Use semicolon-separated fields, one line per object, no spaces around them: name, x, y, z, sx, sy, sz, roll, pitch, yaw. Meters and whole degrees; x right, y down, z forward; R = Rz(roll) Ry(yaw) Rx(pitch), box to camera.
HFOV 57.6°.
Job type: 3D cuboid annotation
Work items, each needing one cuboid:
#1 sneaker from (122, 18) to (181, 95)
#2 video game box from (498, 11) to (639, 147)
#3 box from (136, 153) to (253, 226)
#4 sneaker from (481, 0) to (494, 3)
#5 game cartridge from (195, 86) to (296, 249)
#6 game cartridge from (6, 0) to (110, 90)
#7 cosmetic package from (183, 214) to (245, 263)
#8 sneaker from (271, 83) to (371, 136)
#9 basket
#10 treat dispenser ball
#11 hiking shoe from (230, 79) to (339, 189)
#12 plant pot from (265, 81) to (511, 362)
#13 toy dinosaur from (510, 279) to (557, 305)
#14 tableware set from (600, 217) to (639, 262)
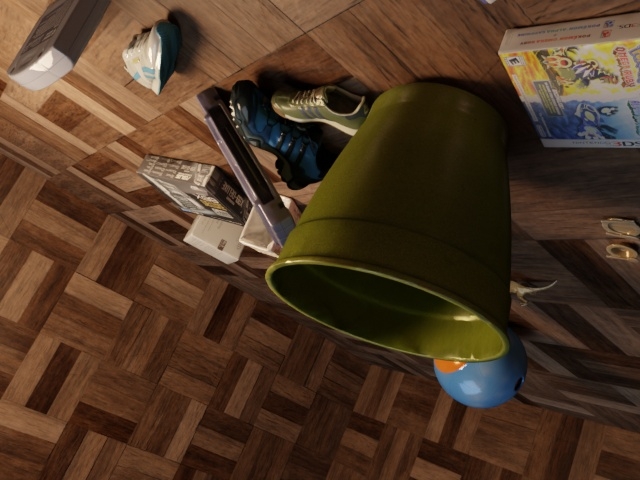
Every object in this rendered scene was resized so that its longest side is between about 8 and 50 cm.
sneaker;-0.329;-0.356;1.117;0.092;0.087;0.228;31;160;-14
video game box;0.350;-0.191;0.737;0.187;0.048;0.205;6;155;42
box;-0.382;-0.156;1.812;0.307;0.077;0.242;14;160;33
sneaker;0.053;-0.355;0.553;0.315;0.127;0.182;38;164;-18
game cartridge;-0.148;-0.132;1.255;0.355;0.068;0.230;58;171;22
game cartridge;-0.496;-0.377;1.092;0.294;0.196;0.060;6;155;48
cosmetic package;-0.351;-0.030;2.024;0.183;0.151;0.151;29;162;-17
sneaker;0.002;-0.249;1.030;0.192;0.064;0.086;19;158;10
basket;-0.139;-0.041;1.676;0.113;0.167;0.103;17;166;25
treat dispenser ball;0.504;0.383;1.845;0.288;0.288;0.288;22;163;7
hiking shoe;-0.062;-0.221;1.167;0.132;0.113;0.304;-11;148;25
plant pot;0.147;-0.040;0.920;0.366;0.353;0.366;18;159;7
toy dinosaur;0.507;0.124;1.464;0.183;0.053;0.092;9;156;43
tableware set;0.588;0.008;1.056;0.141;0.020;0.169;13;159;34
